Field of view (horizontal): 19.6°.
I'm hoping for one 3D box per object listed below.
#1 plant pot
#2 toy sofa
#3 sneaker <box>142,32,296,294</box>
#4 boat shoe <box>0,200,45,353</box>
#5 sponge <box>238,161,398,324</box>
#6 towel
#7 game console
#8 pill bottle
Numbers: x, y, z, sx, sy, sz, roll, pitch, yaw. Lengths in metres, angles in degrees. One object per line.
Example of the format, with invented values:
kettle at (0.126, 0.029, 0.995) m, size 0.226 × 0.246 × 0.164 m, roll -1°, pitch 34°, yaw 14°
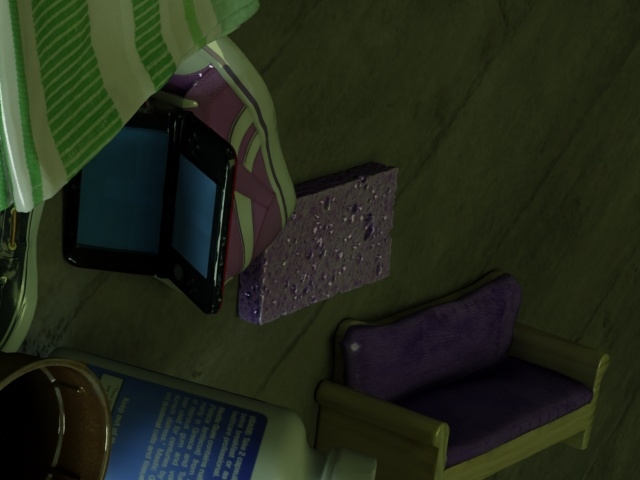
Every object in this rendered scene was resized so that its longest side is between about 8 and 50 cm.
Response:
plant pot at (-0.264, 0.139, 1.309) m, size 0.167 × 0.165 × 0.167 m, roll -31°, pitch 129°, yaw -47°
toy sofa at (0.157, 0.159, 1.956) m, size 0.362 × 0.150 × 0.177 m, roll -14°, pitch 118°, yaw -53°
sneaker at (-0.113, -0.058, 1.504) m, size 0.161 × 0.102 × 0.282 m, roll -49°, pitch 140°, yaw -24°
boat shoe at (-0.253, -0.001, 1.360) m, size 0.083 × 0.065 × 0.183 m, roll 5°, pitch 95°, yaw -54°
sponge at (0.000, 0.000, 1.756) m, size 0.210 × 0.031 × 0.117 m, roll -19°, pitch 121°, yaw -51°
towel at (-0.136, -0.195, 1.266) m, size 0.325 × 0.038 × 0.248 m, roll -48°, pitch 143°, yaw -46°
game console at (-0.133, -0.024, 1.435) m, size 0.085 × 0.124 × 0.144 m, roll -8°, pitch 119°, yaw -30°
pill bottle at (-0.100, 0.189, 1.450) m, size 0.152 × 0.272 × 0.152 m, roll 16°, pitch 90°, yaw -90°
